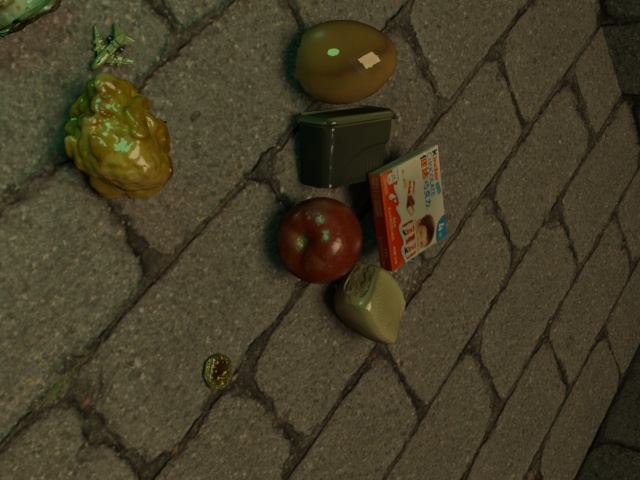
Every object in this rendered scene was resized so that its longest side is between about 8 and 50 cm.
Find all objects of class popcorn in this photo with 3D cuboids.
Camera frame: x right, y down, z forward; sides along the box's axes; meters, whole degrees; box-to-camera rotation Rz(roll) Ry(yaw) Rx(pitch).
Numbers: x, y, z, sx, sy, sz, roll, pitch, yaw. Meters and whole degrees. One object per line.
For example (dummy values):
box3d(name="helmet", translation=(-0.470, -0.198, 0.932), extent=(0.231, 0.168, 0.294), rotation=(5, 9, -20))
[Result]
box3d(name="popcorn", translation=(-0.376, -0.186, 1.500), extent=(0.191, 0.190, 0.253), rotation=(-55, 133, -16))

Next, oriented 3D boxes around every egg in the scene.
box3d(name="egg", translation=(0.061, -0.428, 1.881), extent=(0.201, 0.245, 0.201), rotation=(-5, 90, -75))

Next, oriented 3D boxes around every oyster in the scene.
box3d(name="oyster", translation=(-0.559, -0.442, 1.374), extent=(0.294, 0.094, 0.166), rotation=(-42, 104, -22))

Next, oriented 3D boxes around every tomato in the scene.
box3d(name="tomato", translation=(0.000, 0.000, 1.881), extent=(0.184, 0.208, 0.208), rotation=(0, 95, -60))

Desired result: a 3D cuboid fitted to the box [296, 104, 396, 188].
box3d(name="box", translation=(0.062, -0.238, 1.976), extent=(0.274, 0.138, 0.178), rotation=(-15, 114, -43))

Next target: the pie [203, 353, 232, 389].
box3d(name="pie", translation=(-0.235, 0.302, 1.808), extent=(0.084, 0.020, 0.084), rotation=(-5, 98, -44))

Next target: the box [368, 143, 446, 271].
box3d(name="box", translation=(0.238, -0.091, 2.094), extent=(0.265, 0.048, 0.273), rotation=(-31, 120, -42))

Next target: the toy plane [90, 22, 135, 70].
box3d(name="toy plane", translation=(-0.414, -0.374, 1.543), extent=(0.102, 0.040, 0.111), rotation=(42, 63, -18))

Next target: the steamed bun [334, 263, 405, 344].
box3d(name="steamed bun", translation=(0.120, 0.166, 2.065), extent=(0.238, 0.153, 0.169), rotation=(55, 49, -51))

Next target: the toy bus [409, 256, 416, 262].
box3d(name="toy bus", translation=(0.236, -0.021, 2.199), extent=(0.073, 0.076, 0.167), rotation=(9, 88, -46))
